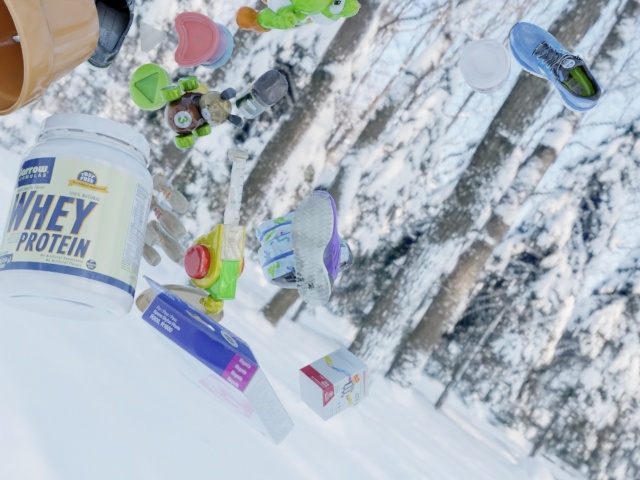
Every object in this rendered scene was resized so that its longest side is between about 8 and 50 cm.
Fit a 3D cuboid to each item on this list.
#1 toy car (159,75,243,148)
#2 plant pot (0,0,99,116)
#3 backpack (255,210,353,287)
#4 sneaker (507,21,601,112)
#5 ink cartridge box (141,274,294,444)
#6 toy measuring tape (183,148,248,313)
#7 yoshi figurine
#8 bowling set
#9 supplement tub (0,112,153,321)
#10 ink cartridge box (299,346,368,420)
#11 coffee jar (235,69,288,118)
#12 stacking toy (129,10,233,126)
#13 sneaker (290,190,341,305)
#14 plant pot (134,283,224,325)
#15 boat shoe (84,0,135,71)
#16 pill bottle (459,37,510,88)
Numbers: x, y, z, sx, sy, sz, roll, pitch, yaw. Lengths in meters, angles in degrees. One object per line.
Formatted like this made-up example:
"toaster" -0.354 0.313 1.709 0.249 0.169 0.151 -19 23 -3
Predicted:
"toy car" -0.283 -0.327 1.813 0.189 0.149 0.155 3 -59 29
"plant pot" -0.542 -0.392 1.285 0.291 0.290 0.203 32 41 16
"backpack" -0.067 0.038 2.227 0.355 0.290 0.273 -47 123 -76
"sneaker" 0.675 -0.506 2.036 0.330 0.129 0.147 42 2 1
"ink cartridge box" -0.228 0.252 1.488 0.324 0.071 0.330 27 -27 34
"toy measuring tape" -0.208 -0.018 1.444 0.122 0.329 0.121 6 -1 0
"yoshi figurine" -0.069 -0.606 1.767 0.362 0.203 0.203 13 -50 43
"bowling set" -0.452 -0.031 1.821 0.154 0.200 0.287 44 -36 21
"supplement tub" -0.428 -0.035 1.275 0.236 0.324 0.235 5 -18 2
"ink cartridge box" 0.043 0.433 2.186 0.127 0.176 0.128 31 -45 44
"coffee jar" -0.156 -0.387 1.904 0.079 0.096 0.184 48 -19 -14
"stacking toy" -0.381 -0.479 2.038 0.280 0.308 0.130 11 5 22
"sneaker" -0.001 0.000 1.744 0.102 0.293 0.146 11 29 16
"plant pot" -0.372 0.171 1.916 0.237 0.032 0.236 4 -29 3
"boat shoe" -0.576 -0.640 1.993 0.127 0.339 0.113 25 -23 -28
"pill bottle" 0.429 -0.445 1.859 0.124 0.124 0.221 33 13 9
